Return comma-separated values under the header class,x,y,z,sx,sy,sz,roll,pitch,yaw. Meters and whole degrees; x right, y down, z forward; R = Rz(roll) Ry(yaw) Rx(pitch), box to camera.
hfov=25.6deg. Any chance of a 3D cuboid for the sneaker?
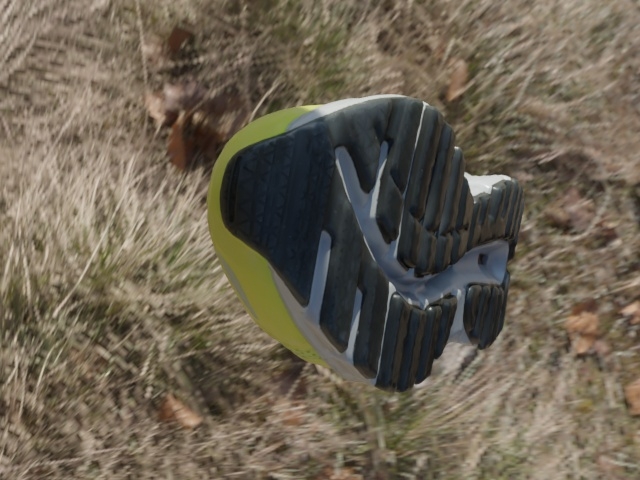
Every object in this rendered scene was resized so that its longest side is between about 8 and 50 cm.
class,x,y,z,sx,sy,sz,roll,pitch,yaw
sneaker,0.000,0.000,0.447,0.094,0.208,0.081,11,86,19
